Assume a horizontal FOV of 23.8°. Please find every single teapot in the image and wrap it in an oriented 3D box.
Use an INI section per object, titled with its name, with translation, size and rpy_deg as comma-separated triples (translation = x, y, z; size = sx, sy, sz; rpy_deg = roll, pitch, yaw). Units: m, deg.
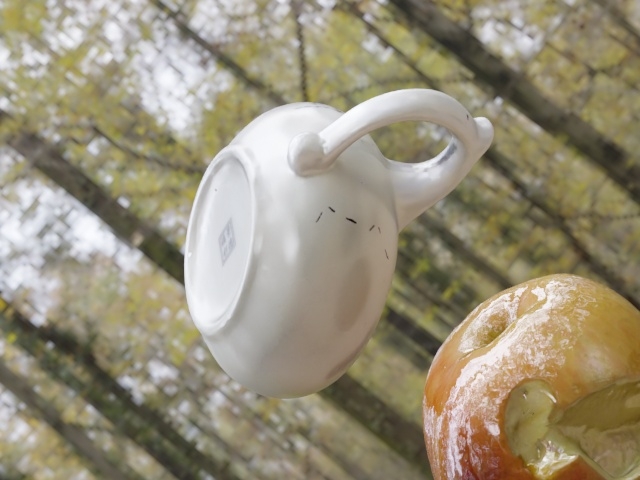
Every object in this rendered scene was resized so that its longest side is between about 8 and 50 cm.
[teapot]
translation = 0.000, 0.000, 1.075
size = 0.299, 0.166, 0.208
rpy_deg = -44, 31, 40

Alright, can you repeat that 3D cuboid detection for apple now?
[apple]
translation = 0.144, 0.116, 0.920
size = 0.199, 0.199, 0.199
rpy_deg = -49, -13, -16
